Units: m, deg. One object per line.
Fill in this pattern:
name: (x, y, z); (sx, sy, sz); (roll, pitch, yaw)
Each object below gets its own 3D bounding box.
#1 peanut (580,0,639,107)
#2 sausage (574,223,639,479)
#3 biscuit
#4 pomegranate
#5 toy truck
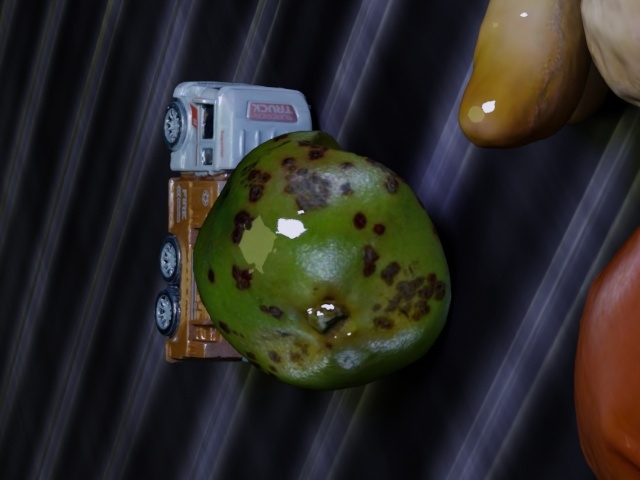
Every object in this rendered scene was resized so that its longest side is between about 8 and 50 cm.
peanut: (0.179, -0.114, 0.696); (0.263, 0.101, 0.117); (-19, 92, 64)
sausage: (0.171, 0.017, 0.682); (0.258, 0.133, 0.133); (122, 142, -54)
biscuit: (0.108, -0.145, 0.840); (0.164, 0.047, 0.207); (-25, -56, -68)
pomegranate: (-0.011, 0.007, 1.090); (0.169, 0.122, 0.143); (52, 164, 51)
toy truck: (-0.043, -0.012, 1.215); (0.115, 0.080, 0.177); (-1, 89, 61)
